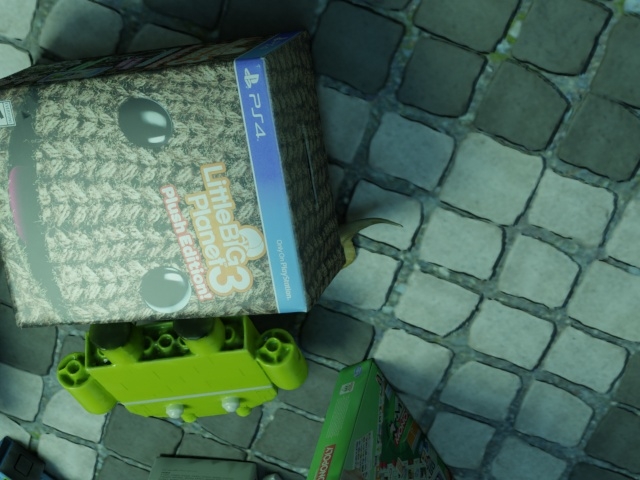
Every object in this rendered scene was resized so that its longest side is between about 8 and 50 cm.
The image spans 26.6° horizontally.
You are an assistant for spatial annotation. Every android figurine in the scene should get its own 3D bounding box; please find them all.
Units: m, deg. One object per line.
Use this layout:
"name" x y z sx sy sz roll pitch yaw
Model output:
"android figurine" -0.138 0.135 1.400 0.248 0.056 0.273 -7 154 5

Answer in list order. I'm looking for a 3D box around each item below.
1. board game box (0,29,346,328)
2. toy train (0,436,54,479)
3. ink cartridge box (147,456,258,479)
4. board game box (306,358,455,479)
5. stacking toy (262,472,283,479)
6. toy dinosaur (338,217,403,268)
"board game box" -0.147 -0.054 1.254 0.291 0.141 0.232 -5 106 17
"toy train" -0.353 0.327 1.648 0.184 0.080 0.105 39 118 -14
"ink cartridge box" -0.144 0.353 1.552 0.127 0.176 0.128 2 125 10
"board game box" 0.059 0.302 1.376 0.046 0.317 0.213 -22 116 27
"stacking toy" 0.049 0.336 1.567 0.167 0.052 0.221 -21 117 26
"toy dinosaur" 0.000 0.000 1.357 0.092 0.053 0.183 26 136 -23
